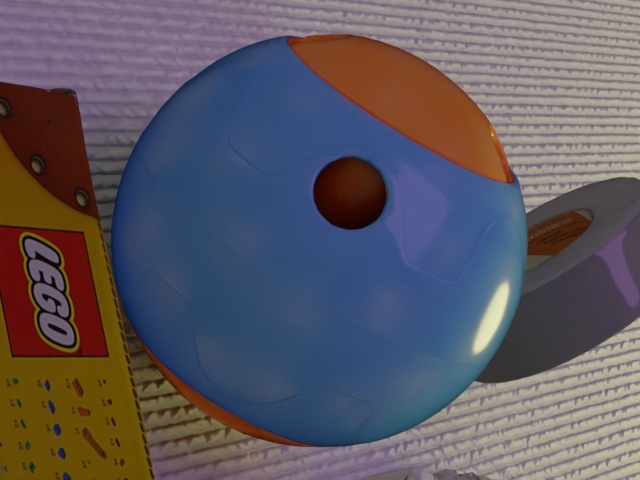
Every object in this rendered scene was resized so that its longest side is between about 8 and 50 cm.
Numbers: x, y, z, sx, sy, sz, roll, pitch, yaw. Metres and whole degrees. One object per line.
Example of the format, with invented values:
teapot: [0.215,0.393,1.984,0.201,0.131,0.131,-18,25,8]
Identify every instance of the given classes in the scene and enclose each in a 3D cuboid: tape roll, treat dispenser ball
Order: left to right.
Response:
treat dispenser ball: [0.000,0.000,1.222,0.288,0.288,0.288,30,49,-42]
tape roll: [0.203,0.032,1.525,0.072,0.219,0.219,58,35,-13]

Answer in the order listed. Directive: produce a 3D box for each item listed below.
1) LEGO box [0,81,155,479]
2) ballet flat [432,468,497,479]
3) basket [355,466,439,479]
LEGO box: [-0.240,0.223,0.701,0.193,0.372,0.500,5,68,-53]
ballet flat: [0.233,0.299,1.511,0.409,0.147,0.147,37,45,-35]
basket: [0.058,0.270,1.309,0.103,0.113,0.167,36,45,-43]
